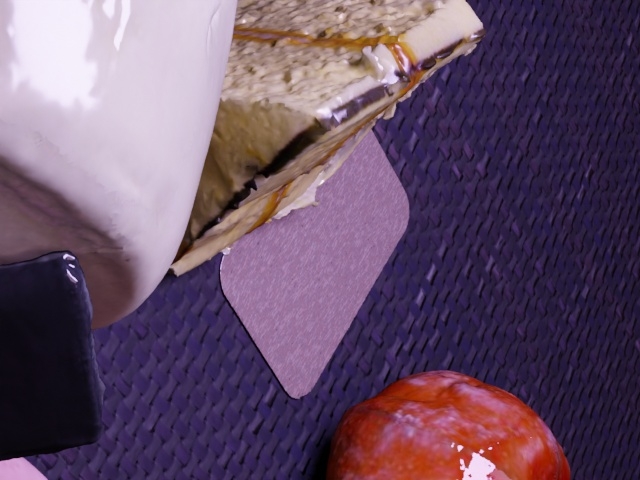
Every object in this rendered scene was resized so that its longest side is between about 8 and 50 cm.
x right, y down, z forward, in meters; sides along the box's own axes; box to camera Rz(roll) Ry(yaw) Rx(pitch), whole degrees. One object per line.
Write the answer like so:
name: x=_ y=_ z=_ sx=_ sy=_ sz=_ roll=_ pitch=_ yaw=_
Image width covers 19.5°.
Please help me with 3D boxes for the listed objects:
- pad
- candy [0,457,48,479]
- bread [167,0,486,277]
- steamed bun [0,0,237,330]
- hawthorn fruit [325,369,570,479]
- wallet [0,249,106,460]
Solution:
pad: x=0.000 y=0.000 z=1.716 sx=0.266 sy=0.002 sz=0.176 roll=-58 pitch=132 yaw=-36
candy: x=-0.265 y=0.252 z=1.287 sx=0.255 sy=0.094 sz=0.255 roll=3 pitch=87 yaw=-52
bread: x=-0.006 y=-0.090 z=1.518 sx=0.263 sy=0.236 sz=0.198 roll=-37 pitch=117 yaw=-47
steamed bun: x=-0.226 y=-0.162 z=1.187 sx=0.456 sy=0.290 sz=0.371 roll=34 pitch=61 yaw=-47
hawthorn fruit: x=0.139 y=0.237 z=1.674 sx=0.242 sy=0.272 sz=0.241 roll=-12 pitch=105 yaw=-54
wallet: x=-0.277 y=0.089 z=1.141 sx=0.030 sy=0.285 sz=0.146 roll=-107 pitch=-170 yaw=-57
